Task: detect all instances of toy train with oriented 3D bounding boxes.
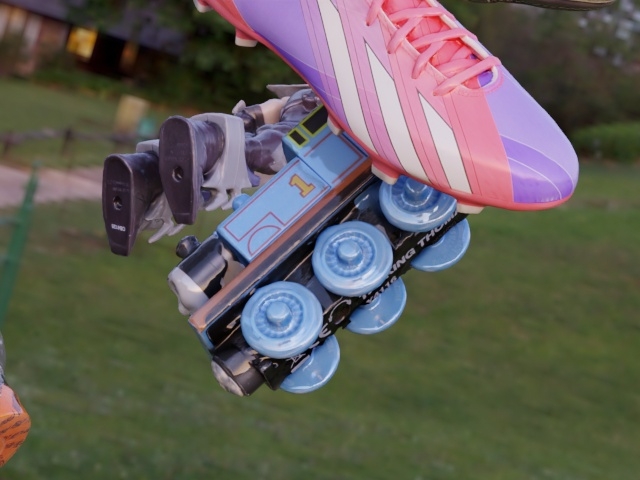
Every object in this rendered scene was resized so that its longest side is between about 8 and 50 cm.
[{"bbox_3d":[0.000,0.000,0.940,0.105,0.184,0.080,43,-10,25],"label":"toy train"}]

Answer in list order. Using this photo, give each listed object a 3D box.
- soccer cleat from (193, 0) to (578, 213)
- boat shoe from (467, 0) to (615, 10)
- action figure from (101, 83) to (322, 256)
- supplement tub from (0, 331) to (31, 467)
[{"bbox_3d":[0.029,-0.104,0.859,0.083,0.095,0.248,-22,51,-41],"label":"soccer cleat"},{"bbox_3d":[0.102,-0.236,1.383,0.285,0.102,0.092,13,-27,-5],"label":"boat shoe"},{"bbox_3d":[-0.038,-0.068,1.366,0.185,0.099,0.285,-3,11,42],"label":"action figure"},{"bbox_3d":[-0.384,0.054,1.354,0.338,0.207,0.207,50,14,14],"label":"supplement tub"}]
